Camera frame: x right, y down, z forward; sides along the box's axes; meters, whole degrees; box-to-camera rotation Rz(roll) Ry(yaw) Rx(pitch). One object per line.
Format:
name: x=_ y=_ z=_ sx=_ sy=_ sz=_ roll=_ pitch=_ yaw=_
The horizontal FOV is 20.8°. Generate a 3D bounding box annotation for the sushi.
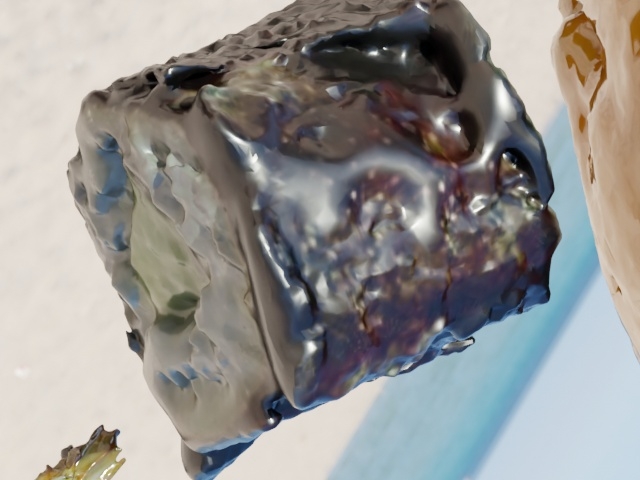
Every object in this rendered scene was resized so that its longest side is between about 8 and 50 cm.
sushi: x=0.000 y=-0.001 z=0.381 sx=0.084 sy=0.098 sz=0.094 roll=-27 pitch=-168 yaw=-27

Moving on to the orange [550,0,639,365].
orange: x=0.214 y=-0.056 z=0.515 sx=0.340 sy=0.293 sz=0.341 roll=4 pitch=90 yaw=-77

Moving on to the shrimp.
shrimp: x=-0.097 y=0.095 z=0.530 sx=0.114 sy=0.023 sz=0.083 roll=-42 pitch=180 yaw=-23
